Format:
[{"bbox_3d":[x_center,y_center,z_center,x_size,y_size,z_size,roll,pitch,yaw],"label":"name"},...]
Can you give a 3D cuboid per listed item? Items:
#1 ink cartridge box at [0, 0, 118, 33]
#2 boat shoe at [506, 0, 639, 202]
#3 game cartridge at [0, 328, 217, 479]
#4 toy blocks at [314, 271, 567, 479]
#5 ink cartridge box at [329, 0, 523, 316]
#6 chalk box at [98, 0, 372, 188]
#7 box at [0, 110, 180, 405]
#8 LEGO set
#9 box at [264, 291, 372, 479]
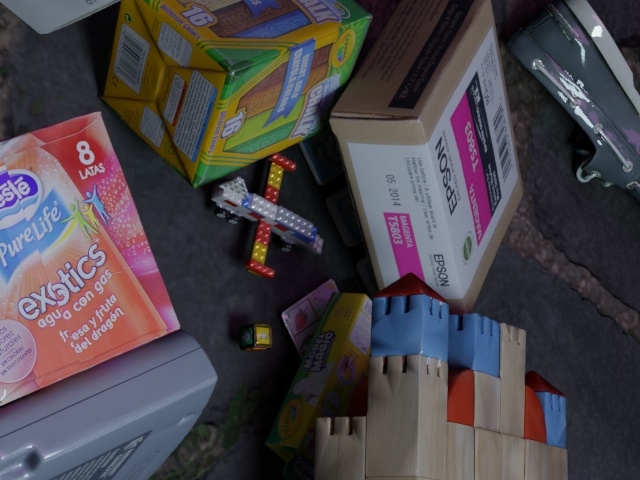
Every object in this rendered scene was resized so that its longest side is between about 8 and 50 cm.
[{"bbox_3d":[-0.194,-0.316,1.288,0.171,0.168,0.233,38,59,-27],"label":"ink cartridge box"},{"bbox_3d":[0.301,-0.112,1.728,0.099,0.116,0.319,-31,114,4],"label":"boat shoe"},{"bbox_3d":[-0.191,0.167,1.121,0.198,0.297,0.062,-28,75,-42],"label":"game cartridge"},{"bbox_3d":[0.112,0.180,1.405,0.381,0.190,0.261,22,67,-56],"label":"toy blocks"},{"bbox_3d":[0.102,-0.074,1.463,0.193,0.088,0.235,-62,147,-42],"label":"ink cartridge box"},{"bbox_3d":[-0.055,-0.159,1.366,0.213,0.132,0.132,-27,60,-39],"label":"chalk box"},{"bbox_3d":[-0.248,0.029,1.086,0.142,0.300,0.154,-23,95,-38],"label":"box"},{"bbox_3d":[0.000,0.000,1.457,0.244,0.060,0.182,-33,102,-43],"label":"LEGO set"},{"bbox_3d":[0.017,0.148,1.434,0.105,0.043,0.179,48,55,-40],"label":"box"}]
